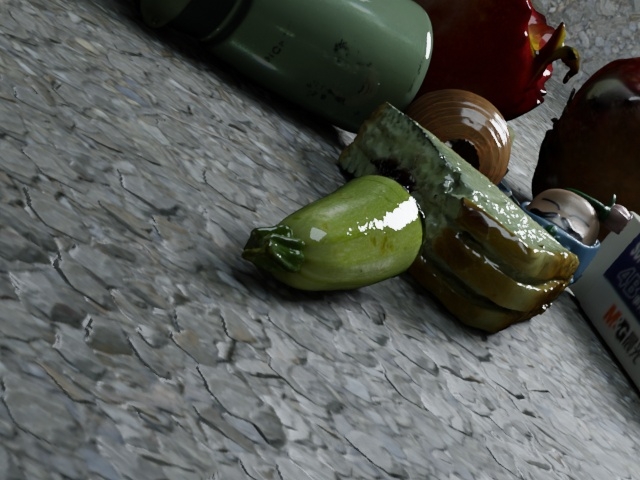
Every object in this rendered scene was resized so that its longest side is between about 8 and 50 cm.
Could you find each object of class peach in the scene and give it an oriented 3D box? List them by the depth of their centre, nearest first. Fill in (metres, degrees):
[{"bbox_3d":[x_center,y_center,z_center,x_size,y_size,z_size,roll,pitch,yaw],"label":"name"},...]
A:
[{"bbox_3d":[0.163,-0.307,2.039,0.406,0.310,0.335,-49,129,-81],"label":"peach"}]

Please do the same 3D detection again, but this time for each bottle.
[{"bbox_3d":[-0.051,-0.251,1.698,0.347,0.168,0.168,25,19,-30],"label":"bottle"}]

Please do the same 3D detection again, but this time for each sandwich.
[{"bbox_3d":[0.119,-0.033,1.549,0.288,0.100,0.254,42,15,17],"label":"sandwich"}]

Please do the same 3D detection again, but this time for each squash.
[{"bbox_3d":[0.000,0.000,1.240,0.094,0.094,0.224,41,22,16],"label":"squash"}]

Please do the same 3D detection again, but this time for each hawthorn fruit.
[{"bbox_3d":[0.438,-0.084,2.066,0.325,0.308,0.308,47,18,21],"label":"hawthorn fruit"}]

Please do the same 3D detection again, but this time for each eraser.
[{"bbox_3d":[0.377,0.084,1.732,0.081,0.124,0.279,31,16,-24],"label":"eraser"}]

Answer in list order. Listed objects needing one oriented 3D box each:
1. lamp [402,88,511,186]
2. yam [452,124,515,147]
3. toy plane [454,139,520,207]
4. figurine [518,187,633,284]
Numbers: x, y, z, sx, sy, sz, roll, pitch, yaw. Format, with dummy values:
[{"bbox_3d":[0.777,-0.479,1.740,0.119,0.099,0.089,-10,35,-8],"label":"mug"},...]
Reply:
[{"bbox_3d":[0.145,-0.104,1.752,0.136,0.136,0.136,34,15,-11],"label":"lamp"},{"bbox_3d":[0.232,-0.151,2.246,0.054,0.054,0.132,44,18,25],"label":"yam"},{"bbox_3d":[0.210,-0.084,1.986,0.226,0.058,0.226,49,11,-19],"label":"toy plane"},{"bbox_3d":[0.270,-0.006,1.749,0.114,0.144,0.178,45,5,17],"label":"figurine"}]
